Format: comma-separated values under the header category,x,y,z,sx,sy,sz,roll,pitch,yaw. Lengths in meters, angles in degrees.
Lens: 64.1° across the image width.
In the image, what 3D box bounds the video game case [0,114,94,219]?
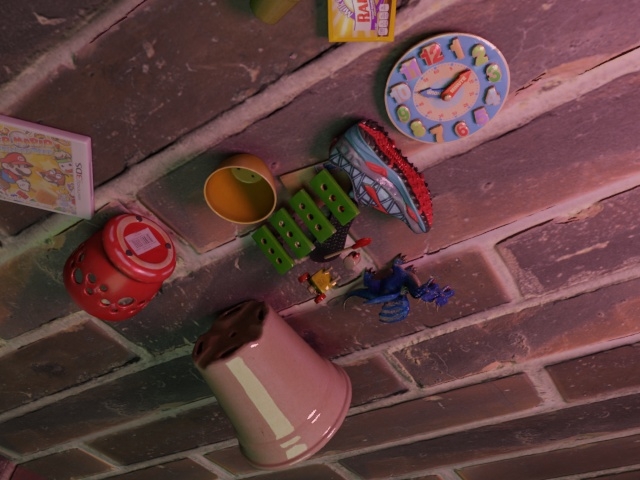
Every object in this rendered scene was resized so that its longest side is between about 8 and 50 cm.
category,x,y,z,sx,sy,sz,roll,pitch,yaw
video game case,-0.578,-0.147,1.032,0.227,0.026,0.206,14,132,-7

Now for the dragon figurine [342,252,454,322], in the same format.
category,x,y,z,sx,sy,sz,roll,pitch,yaw
dragon figurine,0.149,0.124,1.136,0.289,0.144,0.085,-25,125,25

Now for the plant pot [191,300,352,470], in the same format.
category,x,y,z,sx,sy,sz,roll,pitch,yaw
plant pot,-0.138,0.327,1.261,0.334,0.333,0.305,-21,116,22

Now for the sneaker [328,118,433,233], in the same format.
category,x,y,z,sx,sy,sz,roll,pitch,yaw
sneaker,0.116,-0.108,0.974,0.125,0.104,0.262,-23,119,36

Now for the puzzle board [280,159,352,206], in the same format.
category,x,y,z,sx,sy,sz,roll,pitch,yaw
puzzle board,-0.003,-0.111,1.025,0.128,0.011,0.096,-16,128,18

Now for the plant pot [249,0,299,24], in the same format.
category,x,y,z,sx,sy,sz,roll,pitch,yaw
plant pot,-0.066,-0.367,0.757,0.083,0.083,0.079,31,140,-22

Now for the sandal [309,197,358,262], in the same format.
category,x,y,z,sx,sy,sz,roll,pitch,yaw
sandal,0.030,-0.023,1.087,0.067,0.040,0.179,18,124,-14

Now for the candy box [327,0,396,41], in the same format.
category,x,y,z,sx,sy,sz,roll,pitch,yaw
candy box,0.061,-0.395,0.747,0.105,0.027,0.205,2,132,6

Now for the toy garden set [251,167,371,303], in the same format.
category,x,y,z,sx,sy,sz,roll,pitch,yaw
toy garden set,0.000,0.000,1.045,0.244,0.049,0.203,-38,89,36

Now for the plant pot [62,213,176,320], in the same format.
category,x,y,z,sx,sy,sz,roll,pitch,yaw
plant pot,-0.417,0.053,1.093,0.174,0.191,0.191,-36,121,27

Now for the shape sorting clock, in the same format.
category,x,y,z,sx,sy,sz,roll,pitch,yaw
shape sorting clock,0.211,-0.247,0.860,0.207,0.040,0.206,3,133,3

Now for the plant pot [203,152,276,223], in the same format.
category,x,y,z,sx,sy,sz,roll,pitch,yaw
plant pot,-0.145,-0.112,0.978,0.134,0.095,0.134,3,132,3
